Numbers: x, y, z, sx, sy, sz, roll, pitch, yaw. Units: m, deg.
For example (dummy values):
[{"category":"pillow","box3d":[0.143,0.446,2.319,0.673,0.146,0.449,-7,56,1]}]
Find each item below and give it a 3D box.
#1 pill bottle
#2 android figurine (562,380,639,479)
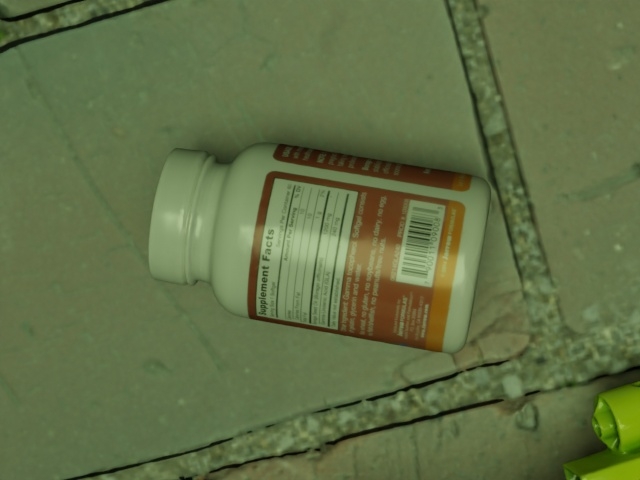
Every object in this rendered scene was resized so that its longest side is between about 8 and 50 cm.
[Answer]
[{"category":"pill bottle","box3d":[0.000,0.000,1.116,0.216,0.121,0.121,10,100,6]},{"category":"android figurine","box3d":[0.265,0.205,1.121,0.272,0.056,0.248,-18,97,-9]}]
